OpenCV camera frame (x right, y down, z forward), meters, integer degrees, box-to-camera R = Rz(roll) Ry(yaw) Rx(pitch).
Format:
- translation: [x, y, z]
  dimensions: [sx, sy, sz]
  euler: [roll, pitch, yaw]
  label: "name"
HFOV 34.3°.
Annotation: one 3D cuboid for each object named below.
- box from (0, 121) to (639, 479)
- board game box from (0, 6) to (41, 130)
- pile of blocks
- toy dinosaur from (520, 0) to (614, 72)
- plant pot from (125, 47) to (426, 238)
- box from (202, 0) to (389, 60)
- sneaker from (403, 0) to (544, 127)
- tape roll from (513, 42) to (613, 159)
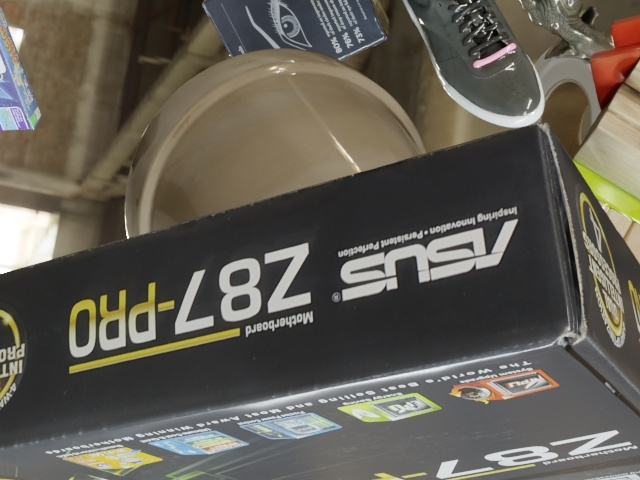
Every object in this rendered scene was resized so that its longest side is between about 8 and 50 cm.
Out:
- translation: [-0.020, 0.087, 0.555]
  dimensions: [0.395, 0.318, 0.097]
  euler: [-14, -114, 23]
  label: "box"
- translation: [-0.465, -0.235, 1.365]
  dimensions: [0.035, 0.136, 0.201]
  euler: [-78, 163, -49]
  label: "board game box"
- translation: [0.239, -0.087, 0.800]
  dimensions: [0.362, 0.112, 0.149]
  euler: [-57, 175, -1]
  label: "pile of blocks"
- translation: [0.290, -0.348, 1.325]
  dimensions: [0.160, 0.121, 0.313]
  euler: [34, 41, -67]
  label: "toy dinosaur"
- translation: [0.000, 0.000, 0.976]
  dimensions: [0.280, 0.323, 0.323]
  euler: [41, -62, 62]
  label: "plant pot"
- translation: [-0.031, -0.307, 1.400]
  dimensions: [0.108, 0.207, 0.153]
  euler: [-80, 146, -65]
  label: "box"
- translation: [0.170, -0.271, 1.225]
  dimensions: [0.147, 0.104, 0.296]
  euler: [73, -10, -64]
  label: "sneaker"
- translation: [0.445, -0.192, 1.739]
  dimensions: [0.286, 0.100, 0.286]
  euler: [-177, -90, -66]
  label: "tape roll"
